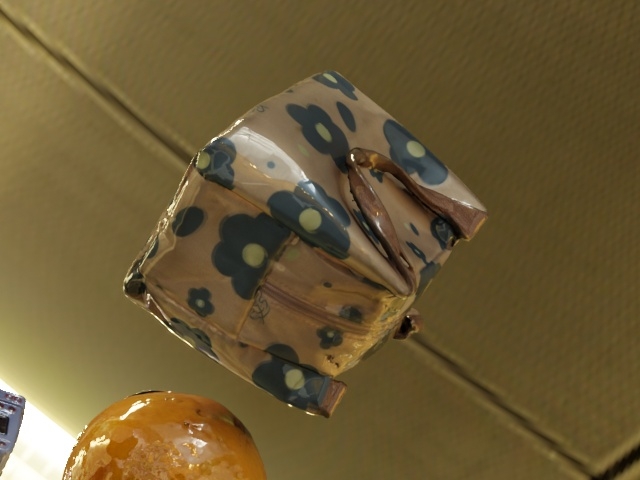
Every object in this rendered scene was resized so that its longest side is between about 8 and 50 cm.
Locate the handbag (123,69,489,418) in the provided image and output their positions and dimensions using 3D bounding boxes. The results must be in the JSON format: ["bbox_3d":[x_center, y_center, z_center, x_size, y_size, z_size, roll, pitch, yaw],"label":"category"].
[{"bbox_3d":[0.000,0.000,1.471,0.193,0.251,0.190,39,-62,9],"label":"handbag"}]

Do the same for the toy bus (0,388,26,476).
[{"bbox_3d":[-0.416,0.284,2.029,0.125,0.133,0.292,20,-63,-15],"label":"toy bus"}]

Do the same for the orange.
[{"bbox_3d":[-0.178,0.294,2.206,0.246,0.246,0.246,18,-45,19],"label":"orange"}]
